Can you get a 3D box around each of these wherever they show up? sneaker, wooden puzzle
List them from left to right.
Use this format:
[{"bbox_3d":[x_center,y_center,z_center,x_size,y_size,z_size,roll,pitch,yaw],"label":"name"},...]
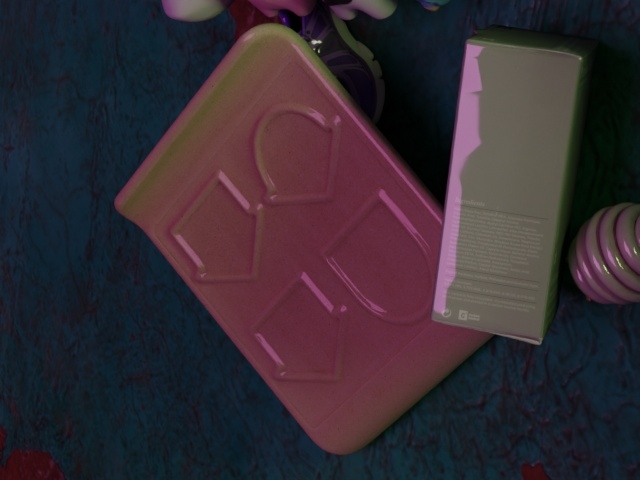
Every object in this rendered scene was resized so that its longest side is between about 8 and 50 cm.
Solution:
[{"bbox_3d":[0.000,-0.169,1.774,0.068,0.071,0.170,-48,64,44],"label":"sneaker"},{"bbox_3d":[0.000,0.000,1.778,0.348,0.080,0.322,47,135,4],"label":"wooden puzzle"}]

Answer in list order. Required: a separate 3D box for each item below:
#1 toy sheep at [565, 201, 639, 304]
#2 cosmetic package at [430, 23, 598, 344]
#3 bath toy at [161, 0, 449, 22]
[{"bbox_3d":[0.249,0.009,1.516,0.132,0.091,0.091,-39,70,47],"label":"toy sheep"},{"bbox_3d":[0.158,-0.051,1.543,0.107,0.127,0.238,12,107,12],"label":"cosmetic package"},{"bbox_3d":[-0.027,-0.282,1.701,0.348,0.129,0.151,0,57,38],"label":"bath toy"}]
